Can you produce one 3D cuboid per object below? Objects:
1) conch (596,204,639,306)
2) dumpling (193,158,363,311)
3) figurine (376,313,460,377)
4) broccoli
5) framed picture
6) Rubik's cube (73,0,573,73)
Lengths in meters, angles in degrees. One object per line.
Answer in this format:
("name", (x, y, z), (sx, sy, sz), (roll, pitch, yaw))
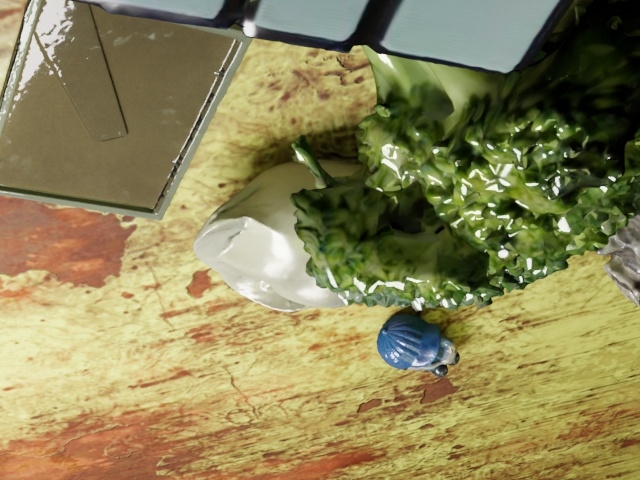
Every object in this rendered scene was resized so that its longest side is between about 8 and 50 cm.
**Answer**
("conch", (0.400, 0.019, 1.086), (0.313, 0.241, 0.186), (-10, 112, -43))
("dumpling", (0.000, 0.000, 0.982), (0.250, 0.132, 0.162), (-4, 139, -11))
("figurine", (0.123, 0.129, 1.256), (0.077, 0.079, 0.136), (-48, 157, 8))
("broccoli", (0.145, -0.106, 0.778), (0.338, 0.277, 0.317), (5, 118, 38))
("framed picture", (-0.186, -0.111, 0.878), (0.184, 0.016, 0.250), (8, 138, -25))
("Rubik's cube", (0.010, -0.286, 0.491), (0.283, 0.288, 0.293), (5, 138, -21))
